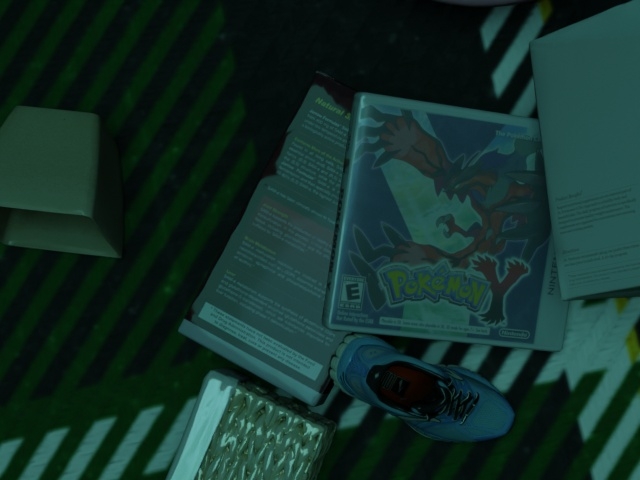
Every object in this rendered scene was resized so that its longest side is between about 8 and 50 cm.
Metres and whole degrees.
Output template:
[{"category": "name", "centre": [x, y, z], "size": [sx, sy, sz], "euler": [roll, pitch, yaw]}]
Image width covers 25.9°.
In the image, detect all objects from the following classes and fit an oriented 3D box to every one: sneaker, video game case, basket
[{"category": "sneaker", "centre": [0.086, 0.126, 1.082], "size": [0.162, 0.073, 0.063], "euler": [21, 92, -25]}, {"category": "video game case", "centre": [0.110, -0.012, 1.088], "size": [0.201, 0.023, 0.183], "euler": [7, 94, -16]}, {"category": "basket", "centre": [-0.063, 0.195, 1.098], "size": [0.103, 0.113, 0.167], "euler": [21, 87, 7]}]

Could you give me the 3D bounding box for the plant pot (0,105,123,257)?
[{"category": "plant pot", "centre": [-0.219, -0.052, 1.155], "size": [0.109, 0.109, 0.096], "euler": [7, 71, 9]}]

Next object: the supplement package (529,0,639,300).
[{"category": "supplement package", "centre": [0.281, -0.070, 1.019], "size": [0.149, 0.194, 0.203], "euler": [-1, 82, -35]}]

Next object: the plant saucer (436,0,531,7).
[{"category": "plant saucer", "centre": [0.146, -0.350, 1.103], "size": [0.332, 0.084, 0.332], "euler": [2, 94, 27]}]

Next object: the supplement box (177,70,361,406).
[{"category": "supplement box", "centre": [0.000, 0.000, 1.130], "size": [0.130, 0.073, 0.239], "euler": [29, 89, 8]}]
